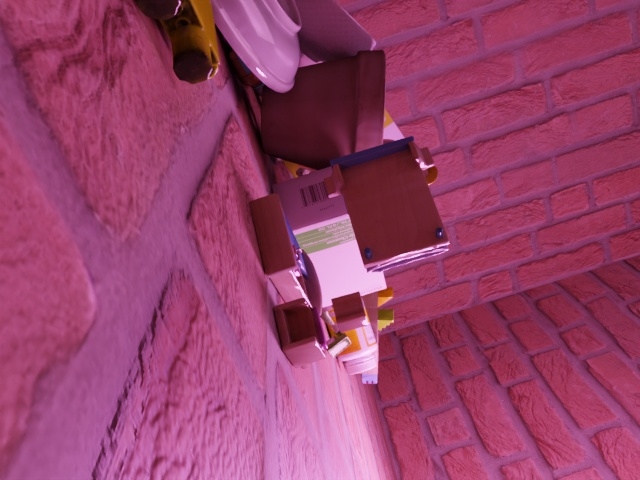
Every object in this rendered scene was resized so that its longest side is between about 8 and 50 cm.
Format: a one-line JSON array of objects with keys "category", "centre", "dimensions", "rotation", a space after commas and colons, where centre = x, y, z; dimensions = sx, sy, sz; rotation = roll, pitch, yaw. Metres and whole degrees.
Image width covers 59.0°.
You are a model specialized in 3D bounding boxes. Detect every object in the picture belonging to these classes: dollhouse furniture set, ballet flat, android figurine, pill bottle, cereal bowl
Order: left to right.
[{"category": "android figurine", "centre": [-0.174, -0.311, 0.646], "dimensions": [0.248, 0.056, 0.272], "rotation": [68, 6, -57]}, {"category": "ballet flat", "centre": [-0.182, -0.479, 1.328], "dimensions": [0.124, 0.116, 0.342], "rotation": [46, 23, -37]}, {"category": "cereal bowl", "centre": [-0.027, -0.560, 1.444], "dimensions": [0.339, 0.141, 0.339], "rotation": [37, 16, -13]}, {"category": "dollhouse furniture set", "centre": [0.012, 0.214, 1.376], "dimensions": [0.151, 0.059, 0.076], "rotation": [47, -9, 45]}, {"category": "pill bottle", "centre": [0.085, 0.255, 1.569], "dimensions": [0.117, 0.118, 0.214], "rotation": [54, 19, -82]}, {"category": "dollhouse furniture set", "centre": [0.078, 0.034, 0.897], "dimensions": [0.198, 0.304, 0.286], "rotation": [66, 6, -59]}]

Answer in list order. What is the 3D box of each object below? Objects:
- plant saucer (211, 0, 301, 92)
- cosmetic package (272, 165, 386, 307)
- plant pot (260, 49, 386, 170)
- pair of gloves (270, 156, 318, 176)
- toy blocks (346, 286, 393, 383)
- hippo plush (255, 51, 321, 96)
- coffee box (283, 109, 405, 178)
[{"category": "plant saucer", "centre": [-0.133, -0.498, 1.135], "dimensions": [0.400, 0.101, 0.400], "rotation": [53, 22, -32]}, {"category": "cosmetic package", "centre": [0.032, -0.002, 1.372], "dimensions": [0.365, 0.197, 0.155], "rotation": [66, 6, -54]}, {"category": "plant pot", "centre": [0.006, -0.301, 1.372], "dimensions": [0.323, 0.281, 0.322], "rotation": [4, 90, -89]}, {"category": "pair of gloves", "centre": [-0.049, -0.212, 1.584], "dimensions": [0.042, 0.204, 0.240], "rotation": [2, -57, 45]}, {"category": "toy blocks", "centre": [0.139, 0.309, 1.839], "dimensions": [0.381, 0.191, 0.260], "rotation": [-83, 171, -50]}, {"category": "hippo plush", "centre": [-0.121, -0.556, 1.729], "dimensions": [0.234, 0.237, 0.294], "rotation": [48, 23, -9]}, {"category": "coffee box", "centre": [0.080, -0.298, 1.816], "dimensions": [0.334, 0.338, 0.338], "rotation": [53, 10, -16]}]
